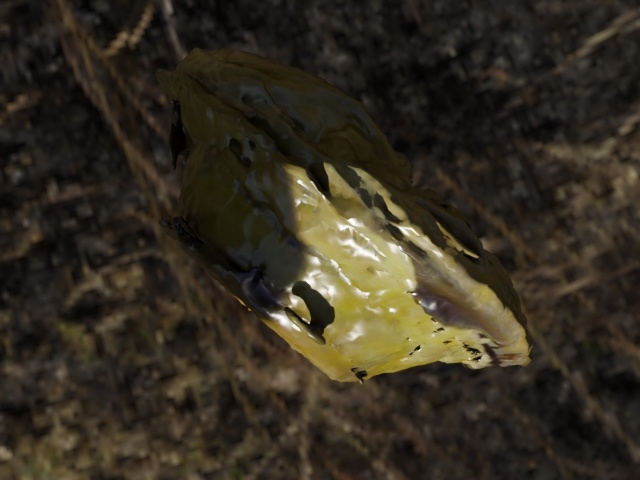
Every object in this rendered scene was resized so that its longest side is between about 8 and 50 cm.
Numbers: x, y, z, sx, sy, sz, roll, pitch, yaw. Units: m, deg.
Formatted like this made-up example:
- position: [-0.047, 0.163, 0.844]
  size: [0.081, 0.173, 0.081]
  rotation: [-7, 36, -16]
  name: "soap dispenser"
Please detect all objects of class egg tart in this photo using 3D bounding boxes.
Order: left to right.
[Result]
- position: [0.000, 0.000, 0.899]
  size: [0.106, 0.241, 0.241]
  rotation: [-49, 148, -6]
  name: "egg tart"
